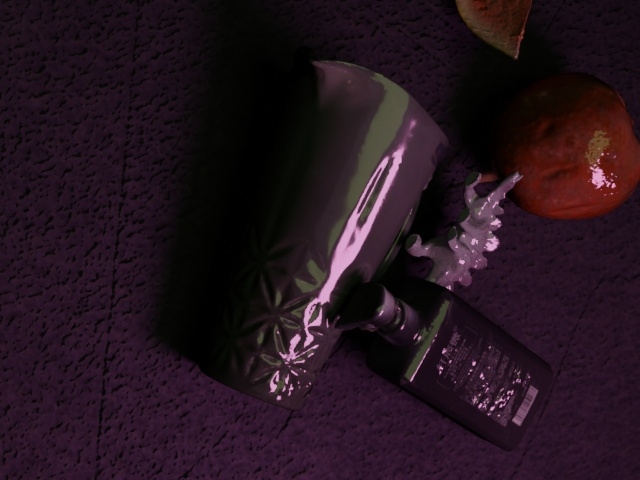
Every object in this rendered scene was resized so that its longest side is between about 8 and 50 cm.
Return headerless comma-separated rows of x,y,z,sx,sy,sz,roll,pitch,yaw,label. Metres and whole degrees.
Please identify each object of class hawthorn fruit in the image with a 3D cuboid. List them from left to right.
0.226,-0.083,1.902,0.189,0.149,0.149,-24,108,-32,hawthorn fruit

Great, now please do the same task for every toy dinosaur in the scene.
0.120,0.014,1.875,0.209,0.039,0.082,-45,137,7,toy dinosaur

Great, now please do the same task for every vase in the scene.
0.000,0.000,1.786,0.251,0.156,0.300,25,88,-57,vase

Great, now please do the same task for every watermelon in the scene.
0.181,-0.253,1.901,0.069,0.087,0.163,21,86,-63,watermelon

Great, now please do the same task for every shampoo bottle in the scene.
0.117,0.106,1.841,0.098,0.071,0.309,-61,144,-5,shampoo bottle
